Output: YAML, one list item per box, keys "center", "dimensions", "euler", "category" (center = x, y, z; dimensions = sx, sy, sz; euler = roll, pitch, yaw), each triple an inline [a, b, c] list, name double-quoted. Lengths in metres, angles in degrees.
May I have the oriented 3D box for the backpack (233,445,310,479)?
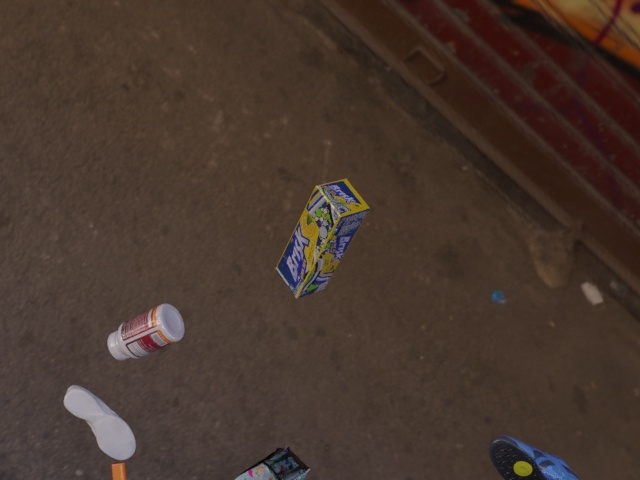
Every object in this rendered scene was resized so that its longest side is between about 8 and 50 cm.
- center: [-0.157, 0.684, 2.010]
  dimensions: [0.253, 0.225, 0.191]
  euler: [-9, 47, -48]
  category: "backpack"

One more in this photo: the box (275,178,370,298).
- center: [0.000, 0.000, 1.024]
  dimensions: [0.054, 0.169, 0.059]
  euler: [-15, 57, -38]
  category: "box"

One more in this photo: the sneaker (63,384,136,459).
- center: [-0.502, 0.409, 1.770]
  dimensions: [0.080, 0.094, 0.212]
  euler: [-38, 104, -9]
  category: "sneaker"

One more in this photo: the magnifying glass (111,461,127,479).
- center: [-0.420, 0.592, 1.641]
  dimensions: [0.092, 0.026, 0.231]
  euler: [-6, 82, -8]
  category: "magnifying glass"

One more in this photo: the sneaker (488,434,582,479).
- center: [0.376, 0.395, 1.332]
  dimensions: [0.209, 0.069, 0.082]
  euler: [36, 30, -6]
  category: "sneaker"

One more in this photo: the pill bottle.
- center: [-0.371, 0.198, 1.626]
  dimensions: [0.086, 0.152, 0.086]
  euler: [52, 24, -34]
  category: "pill bottle"
